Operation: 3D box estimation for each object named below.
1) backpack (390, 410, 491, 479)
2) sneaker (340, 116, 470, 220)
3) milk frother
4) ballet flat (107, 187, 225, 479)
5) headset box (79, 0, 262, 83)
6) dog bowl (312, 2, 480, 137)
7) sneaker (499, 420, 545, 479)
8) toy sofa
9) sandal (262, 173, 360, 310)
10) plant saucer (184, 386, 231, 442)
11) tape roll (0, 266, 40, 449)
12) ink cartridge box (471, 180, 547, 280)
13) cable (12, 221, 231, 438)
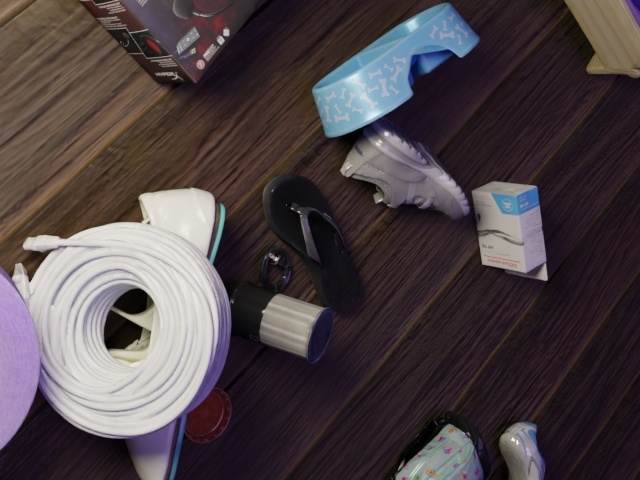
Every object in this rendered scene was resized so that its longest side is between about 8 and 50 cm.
[{"bbox_3d":[0.209,0.408,1.604,0.182,0.115,0.152,-35,120,-26],"label":"backpack"},{"bbox_3d":[0.136,-0.099,1.493,0.115,0.105,0.281,-43,134,16],"label":"sneaker"},{"bbox_3d":[-0.043,0.089,1.333,0.129,0.135,0.143,18,89,-70],"label":"milk frother"},{"bbox_3d":[-0.226,0.123,1.216,0.139,0.139,0.400,14,85,-39],"label":"ballet flat"},{"bbox_3d":[-0.210,-0.371,1.138,0.293,0.110,0.218,47,68,-33],"label":"headset box"},{"bbox_3d":[0.108,-0.262,1.387,0.297,0.166,0.074,-39,107,-27],"label":"dog bowl"},{"bbox_3d":[0.402,0.460,1.786,0.086,0.085,0.237,-21,112,-29],"label":"sneaker"},{"bbox_3d":[0.512,-0.466,1.660,0.362,0.177,0.150,44,71,-34],"label":"toy sofa"},{"bbox_3d":[0.001,0.000,1.405,0.097,0.054,0.254,-47,123,-23],"label":"sandal"},{"bbox_3d":[-0.167,0.251,1.340,0.083,0.013,0.083,-8,103,-37],"label":"plant saucer"},{"bbox_3d":[-0.449,0.128,1.001,0.275,0.090,0.275,-4,100,-22],"label":"tape roll"},{"bbox_3d":[0.337,-0.008,1.642,0.060,0.104,0.180,-24,111,-34],"label":"ink cartridge box"},{"bbox_3d":[-0.234,0.106,1.114,0.089,0.257,0.257,23,59,-74],"label":"cable"}]
